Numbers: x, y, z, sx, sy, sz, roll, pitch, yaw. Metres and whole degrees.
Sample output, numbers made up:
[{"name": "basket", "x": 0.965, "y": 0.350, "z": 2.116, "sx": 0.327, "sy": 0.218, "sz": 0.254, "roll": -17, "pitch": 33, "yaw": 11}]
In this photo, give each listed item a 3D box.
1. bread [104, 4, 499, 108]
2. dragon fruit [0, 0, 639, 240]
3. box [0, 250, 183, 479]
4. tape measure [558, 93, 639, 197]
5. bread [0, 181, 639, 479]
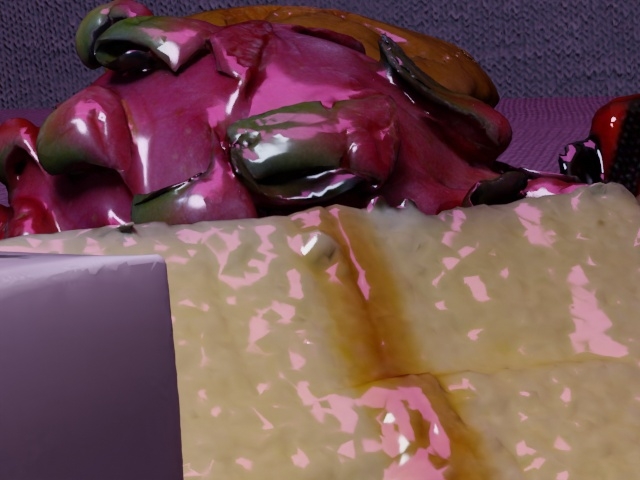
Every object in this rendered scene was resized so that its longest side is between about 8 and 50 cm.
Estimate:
[{"name": "bread", "x": -0.008, "y": -0.056, "z": 1.052, "sx": 0.195, "sy": 0.142, "sz": 0.270, "roll": 7, "pitch": 5, "yaw": 23}, {"name": "dragon fruit", "x": -0.008, "y": 0.006, "z": 0.801, "sx": 0.273, "sy": 0.198, "sz": 0.218, "roll": 26, "pitch": -10, "yaw": 24}, {"name": "box", "x": -0.183, "y": 0.058, "z": 0.363, "sx": 0.252, "sy": 0.106, "sz": 0.203, "roll": 3, "pitch": 8, "yaw": 33}, {"name": "tape measure", "x": 0.288, "y": -0.033, "z": 0.974, "sx": 0.253, "sy": 0.114, "sz": 0.260, "roll": -14, "pitch": -13, "yaw": 37}, {"name": "bread", "x": 0.034, "y": 0.064, "z": 0.503, "sx": 0.240, "sy": 0.135, "sz": 0.178, "roll": -4, "pitch": 8, "yaw": -26}]
